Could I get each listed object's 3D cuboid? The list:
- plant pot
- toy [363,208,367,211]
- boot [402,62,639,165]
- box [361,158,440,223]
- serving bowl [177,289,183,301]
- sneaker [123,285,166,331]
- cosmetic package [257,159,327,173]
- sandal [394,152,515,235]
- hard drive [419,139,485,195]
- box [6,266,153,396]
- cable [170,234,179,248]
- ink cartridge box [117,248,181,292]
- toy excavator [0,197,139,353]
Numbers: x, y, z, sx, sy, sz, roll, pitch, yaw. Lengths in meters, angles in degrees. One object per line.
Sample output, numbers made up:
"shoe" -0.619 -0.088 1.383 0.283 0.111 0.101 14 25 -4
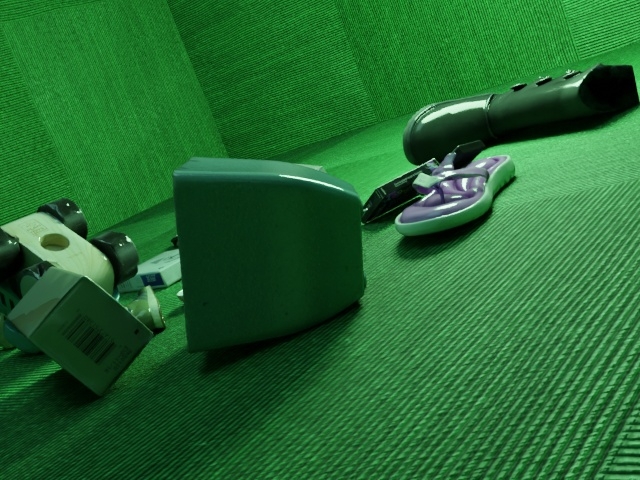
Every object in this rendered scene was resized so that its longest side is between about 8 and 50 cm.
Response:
"plant pot" -0.065 0.004 1.212 0.252 0.247 0.247 -3 11 -2
"toy" 0.000 0.000 1.564 0.137 0.056 0.237 -28 7 -17
"boot" 0.458 -0.291 1.957 0.367 0.146 0.445 -30 18 -30
"box" 0.159 -0.099 1.694 0.162 0.029 0.116 -29 -14 -29
"serving bowl" -0.229 0.099 1.582 0.083 0.027 0.083 -20 11 4
"sneaker" -0.338 0.131 1.525 0.086 0.064 0.192 -19 13 -14
"cosmetic package" -0.084 -0.103 1.906 0.238 0.107 0.127 6 51 48
"sandal" 0.232 -0.104 1.497 0.169 0.102 0.416 -15 10 28
"hard drive" 0.263 -0.145 1.677 0.094 0.022 0.135 -19 -22 -48
"box" -0.391 0.134 1.327 0.121 0.148 0.311 -51 19 -16
"cable" -0.361 0.001 2.320 0.139 0.072 0.287 -47 10 -28
"ink cartridge box" -0.345 0.053 1.979 0.223 0.045 0.224 -10 15 47
"toy excavator" -0.620 0.130 1.739 0.433 0.445 0.222 31 35 21
